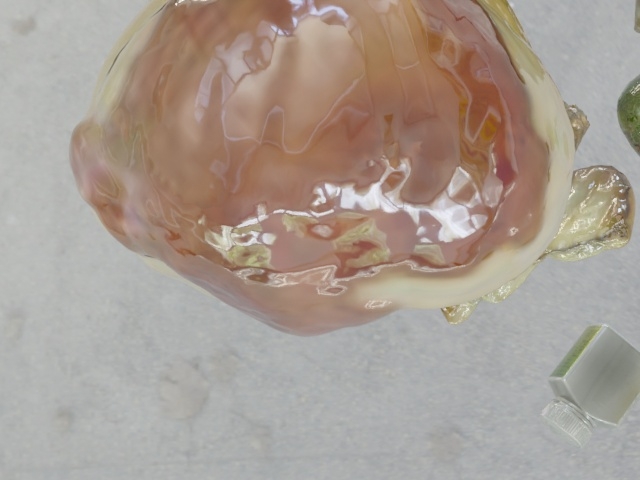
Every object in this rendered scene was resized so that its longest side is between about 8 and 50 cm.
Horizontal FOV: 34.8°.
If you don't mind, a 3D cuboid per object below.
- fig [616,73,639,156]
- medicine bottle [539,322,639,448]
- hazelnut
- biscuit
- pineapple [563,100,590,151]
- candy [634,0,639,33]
[{"bbox_3d":[0.666,-0.236,1.795,0.235,0.203,0.203,-26,69,46],"label":"fig"},{"bbox_3d":[0.459,0.250,1.720,0.132,0.088,0.188,41,80,-2],"label":"medicine bottle"},{"bbox_3d":[0.006,-0.080,0.524,0.261,0.241,0.261,-11,35,8],"label":"hazelnut"},{"bbox_3d":[0.286,-0.002,1.387,0.299,0.045,0.154,-28,42,23],"label":"biscuit"},{"bbox_3d":[0.148,-0.125,1.054,0.237,0.111,0.119,22,97,1],"label":"pineapple"},{"bbox_3d":[0.666,-0.408,1.802,0.102,0.234,0.104,180,92,-69],"label":"candy"}]
